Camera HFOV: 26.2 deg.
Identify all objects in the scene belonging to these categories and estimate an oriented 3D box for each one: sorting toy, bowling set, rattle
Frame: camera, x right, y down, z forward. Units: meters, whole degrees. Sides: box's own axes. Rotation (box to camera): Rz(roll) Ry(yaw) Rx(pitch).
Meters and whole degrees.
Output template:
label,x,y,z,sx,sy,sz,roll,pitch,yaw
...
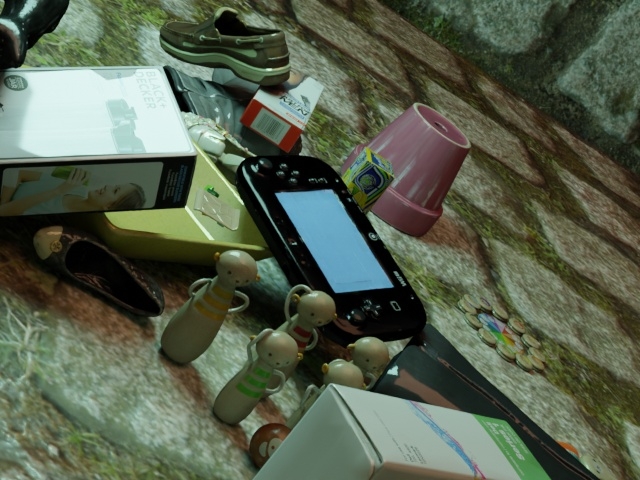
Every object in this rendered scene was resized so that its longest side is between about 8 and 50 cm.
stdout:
label,x,y,z,sx,sy,sz,roll,pitch,yaw
sorting toy,-0.133,-0.043,1.764,0.062,0.012,0.083,28,25,-14
bowling set,-0.023,0.155,1.545,0.287,0.154,0.200,25,24,-31
rattle,0.427,0.328,1.969,0.130,0.143,0.200,-6,51,-43

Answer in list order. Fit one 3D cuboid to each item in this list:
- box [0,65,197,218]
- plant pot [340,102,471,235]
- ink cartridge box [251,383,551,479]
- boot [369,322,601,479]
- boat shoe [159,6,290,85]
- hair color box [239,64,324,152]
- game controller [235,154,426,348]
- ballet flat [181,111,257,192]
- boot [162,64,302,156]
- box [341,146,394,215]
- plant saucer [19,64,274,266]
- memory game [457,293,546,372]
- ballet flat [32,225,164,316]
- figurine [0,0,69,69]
label,x,y,z,sx,sy,sz,roll,pitch,yaw
box,-0.302,-0.114,1.559,0.290,0.087,0.169,-3,46,-23
plant pot,0.165,-0.138,2.463,0.201,0.180,0.201,32,22,-14
ink cartridge box,0.072,0.269,1.388,0.278,0.201,0.117,18,27,-42
boot,0.239,0.306,1.666,0.445,0.146,0.367,44,11,5
boat shoe,-0.149,-0.323,2.156,0.257,0.095,0.095,20,33,31
hair color box,-0.059,-0.215,2.157,0.093,0.053,0.167,32,30,-7
game controller,0.012,0.008,1.795,0.166,0.067,0.319,-11,55,-32
ballet flat,-0.140,-0.123,2.031,0.241,0.091,0.077,28,-11,-25
boot,-0.171,-0.238,2.217,0.222,0.118,0.338,19,23,-31
box,0.041,-0.055,2.087,0.054,0.169,0.059,31,20,-15
plant saucer,-0.253,-0.080,1.772,0.333,0.081,0.333,8,36,-54
memory game,0.308,0.154,2.316,0.186,0.012,0.186,33,20,-14
ballet flat,-0.247,0.033,1.562,0.173,0.057,0.049,31,-2,-24
figurine,-0.411,-0.284,1.579,0.215,0.092,0.209,29,24,-11
